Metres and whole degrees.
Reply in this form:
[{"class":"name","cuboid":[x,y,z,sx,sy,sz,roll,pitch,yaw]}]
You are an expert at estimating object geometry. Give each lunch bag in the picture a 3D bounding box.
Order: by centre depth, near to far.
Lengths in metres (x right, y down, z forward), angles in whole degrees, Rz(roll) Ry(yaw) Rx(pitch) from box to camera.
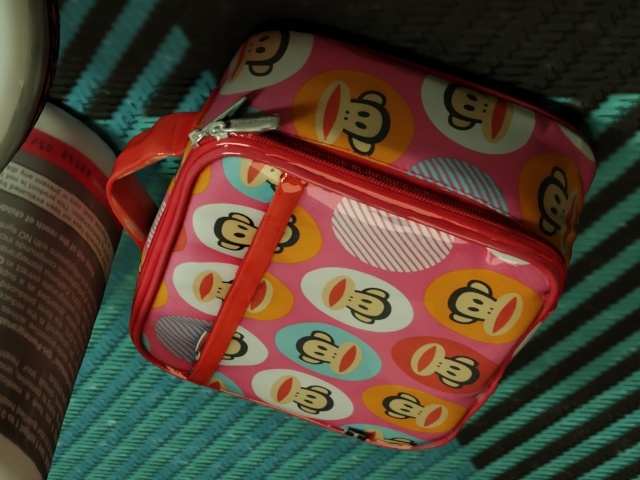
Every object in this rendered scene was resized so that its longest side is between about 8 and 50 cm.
[{"class":"lunch bag","cuboid":[0.000,0.000,1.162,0.258,0.120,0.293,20,149,-4]}]

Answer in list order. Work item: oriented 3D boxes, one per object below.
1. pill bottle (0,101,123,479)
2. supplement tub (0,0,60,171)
[{"class":"pill bottle","cuboid":[-0.234,0.077,1.176,0.176,0.318,0.176,10,149,6]},{"class":"supplement tub","cuboid":[-0.215,-0.096,0.891,0.193,0.193,0.316,18,-175,-8]}]
